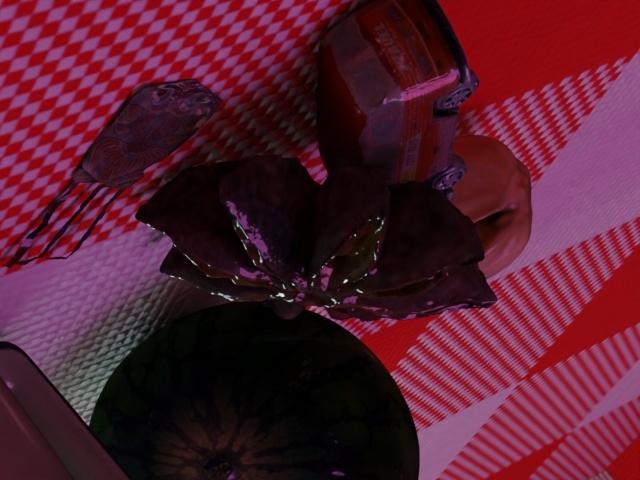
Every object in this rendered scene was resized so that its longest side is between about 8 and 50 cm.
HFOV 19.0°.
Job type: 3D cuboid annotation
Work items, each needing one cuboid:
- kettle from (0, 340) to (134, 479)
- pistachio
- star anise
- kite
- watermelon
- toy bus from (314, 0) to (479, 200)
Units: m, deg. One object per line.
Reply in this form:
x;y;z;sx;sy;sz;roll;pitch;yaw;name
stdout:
-0.264;0.246;1.557;0.361;0.376;0.250;-9;147;-53;kettle
0.114;-0.018;1.992;0.229;0.157;0.157;-27;163;11;pistachio
-0.002;-0.001;1.683;0.332;0.117;0.331;6;158;2;star anise
-0.173;-0.051;1.584;0.229;0.016;0.127;-46;156;24;kite
-0.067;0.223;1.931;0.363;0.363;0.363;-32;161;-13;watermelon
0.061;-0.117;1.692;0.120;0.121;0.265;-23;159;-10;toy bus
